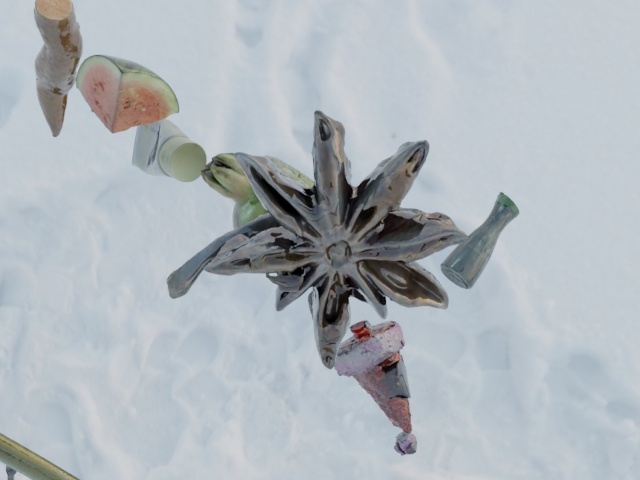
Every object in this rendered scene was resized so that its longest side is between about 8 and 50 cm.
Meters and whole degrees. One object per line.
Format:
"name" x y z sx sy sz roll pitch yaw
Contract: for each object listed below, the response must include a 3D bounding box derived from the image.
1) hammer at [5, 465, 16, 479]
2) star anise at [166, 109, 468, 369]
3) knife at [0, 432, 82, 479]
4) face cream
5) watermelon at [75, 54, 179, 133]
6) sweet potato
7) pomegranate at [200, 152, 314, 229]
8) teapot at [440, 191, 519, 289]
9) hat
"hammer" -0.550 0.405 1.111 0.027 0.125 0.297 19 16 31
"star anise" -0.001 0.000 0.640 0.231 0.209 0.089 11 19 1
"knife" -0.374 0.169 0.764 0.343 0.061 0.027 42 28 -24
"face cream" -0.283 -0.161 1.410 0.070 0.114 0.224 5 15 -39
"watermelon" -0.265 -0.184 1.046 0.135 0.125 0.094 8 85 26
"sweet potato" -0.375 -0.245 1.143 0.059 0.281 0.067 -39 86 -27
"pomegranate" -0.078 -0.040 1.305 0.190 0.240 0.159 42 100 35
"teapot" 0.179 -0.001 0.886 0.042 0.043 0.111 36 79 10
"hat" 0.103 0.229 1.257 0.128 0.140 0.228 -23 87 -18
